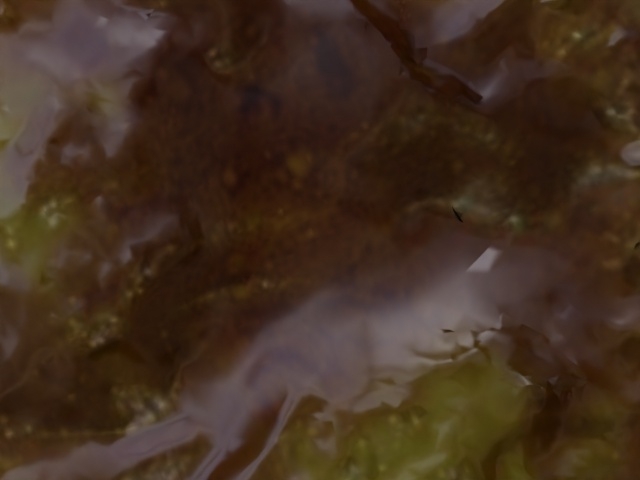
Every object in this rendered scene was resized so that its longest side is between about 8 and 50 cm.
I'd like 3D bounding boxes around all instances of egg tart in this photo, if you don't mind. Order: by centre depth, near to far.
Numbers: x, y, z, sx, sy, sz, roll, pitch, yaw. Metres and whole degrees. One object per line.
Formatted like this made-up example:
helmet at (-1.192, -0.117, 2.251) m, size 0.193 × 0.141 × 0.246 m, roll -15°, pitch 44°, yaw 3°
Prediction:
egg tart at (0.000, 0.000, 0.862) m, size 0.443 × 0.443 × 0.178 m, roll -36°, pitch 177°, yaw 9°
